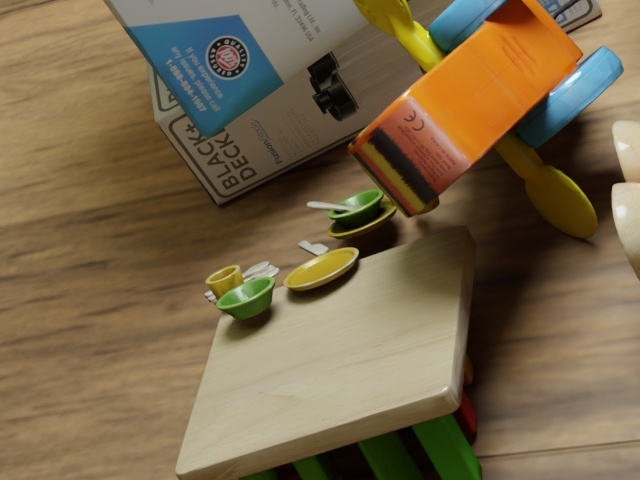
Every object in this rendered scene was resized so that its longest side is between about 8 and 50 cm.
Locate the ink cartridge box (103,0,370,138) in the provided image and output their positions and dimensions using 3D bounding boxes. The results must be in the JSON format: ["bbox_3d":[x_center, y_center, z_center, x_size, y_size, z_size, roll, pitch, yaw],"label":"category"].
[{"bbox_3d":[-0.037,-0.247,1.148,0.270,0.198,0.197,-35,39,0],"label":"ink cartridge box"}]

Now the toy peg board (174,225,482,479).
[{"bbox_3d":[0.019,0.087,1.034,0.161,0.079,0.161,-19,27,19],"label":"toy peg board"}]

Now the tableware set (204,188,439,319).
[{"bbox_3d":[0.000,0.000,1.103,0.154,0.024,0.104,-27,15,-11],"label":"tableware set"}]

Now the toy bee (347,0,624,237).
[{"bbox_3d":[0.107,-0.084,1.081,0.162,0.298,0.195,-43,68,49],"label":"toy bee"}]

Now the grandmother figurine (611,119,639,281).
[{"bbox_3d":[0.319,-0.059,0.927,0.342,0.104,0.208,-19,37,20],"label":"grandmother figurine"}]

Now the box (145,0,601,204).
[{"bbox_3d":[0.024,-0.162,1.245,0.290,0.087,0.169,-26,41,13],"label":"box"}]
